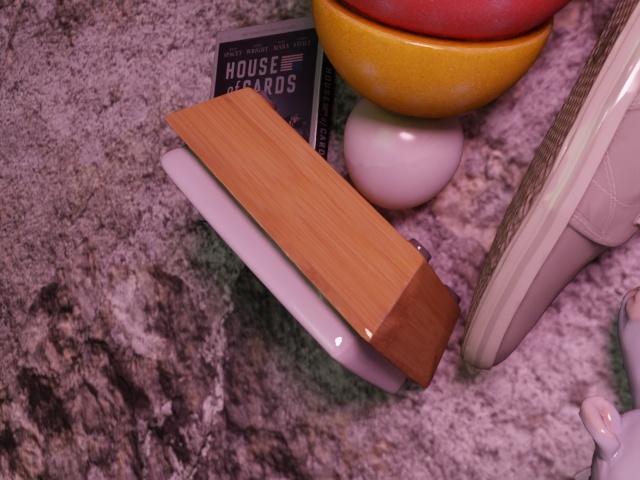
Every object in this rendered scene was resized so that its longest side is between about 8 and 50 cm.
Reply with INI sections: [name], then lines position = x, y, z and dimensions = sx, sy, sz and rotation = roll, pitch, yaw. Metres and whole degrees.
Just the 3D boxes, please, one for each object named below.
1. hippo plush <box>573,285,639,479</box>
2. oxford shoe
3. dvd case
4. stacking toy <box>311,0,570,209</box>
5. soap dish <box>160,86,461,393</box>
[hippo plush]
position = 0.256, 0.121, 0.581
dimensions = 0.294, 0.236, 0.234
rotation = -39, 62, 29
[oxford shoe]
position = 0.248, -0.071, 0.683
dimensions = 0.130, 0.169, 0.450
rotation = 28, 106, 1
[dvd case]
position = -0.064, -0.138, 1.010
dimensions = 0.179, 0.029, 0.239
rotation = 2, 86, 39
[stacking toy]
position = 0.093, -0.231, 0.726
dimensions = 0.350, 0.350, 0.480
rotation = 46, 141, 33
[soap dish]
position = 0.000, 0.000, 0.807
dimensions = 0.118, 0.229, 0.291
rotation = -44, 64, 1
